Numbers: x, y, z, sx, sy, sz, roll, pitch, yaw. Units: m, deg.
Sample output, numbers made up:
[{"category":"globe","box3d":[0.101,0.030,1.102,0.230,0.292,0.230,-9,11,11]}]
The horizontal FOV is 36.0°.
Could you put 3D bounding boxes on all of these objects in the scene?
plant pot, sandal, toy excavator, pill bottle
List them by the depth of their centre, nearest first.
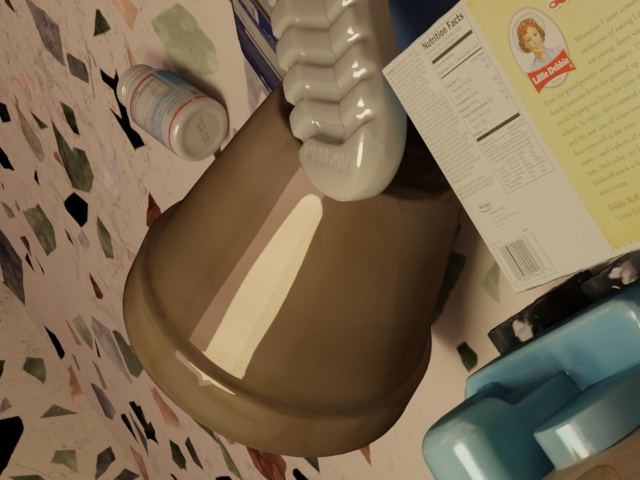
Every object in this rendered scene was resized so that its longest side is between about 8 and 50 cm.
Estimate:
[{"category":"toy excavator","box3d":[0.168,0.162,0.631,0.222,0.445,0.433,56,151,8]},{"category":"sandal","box3d":[0.027,-0.238,0.781,0.169,0.102,0.416,-3,89,61]},{"category":"plant pot","box3d":[0.000,0.000,0.953,0.323,0.323,0.280,48,132,23]},{"category":"pill bottle","box3d":[-0.200,-0.174,1.299,0.160,0.087,0.087,36,143,38]}]

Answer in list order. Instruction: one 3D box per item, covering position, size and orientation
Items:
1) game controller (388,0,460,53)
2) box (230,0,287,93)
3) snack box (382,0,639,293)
[{"category":"game controller","box3d":[0.059,-0.225,0.858,0.319,0.067,0.166,47,149,23]},{"category":"box","box3d":[-0.044,-0.199,1.027,0.136,0.036,0.225,55,172,11]},{"category":"snack box","box3d":[0.174,-0.094,0.562,0.187,0.060,0.322,59,151,1]}]
